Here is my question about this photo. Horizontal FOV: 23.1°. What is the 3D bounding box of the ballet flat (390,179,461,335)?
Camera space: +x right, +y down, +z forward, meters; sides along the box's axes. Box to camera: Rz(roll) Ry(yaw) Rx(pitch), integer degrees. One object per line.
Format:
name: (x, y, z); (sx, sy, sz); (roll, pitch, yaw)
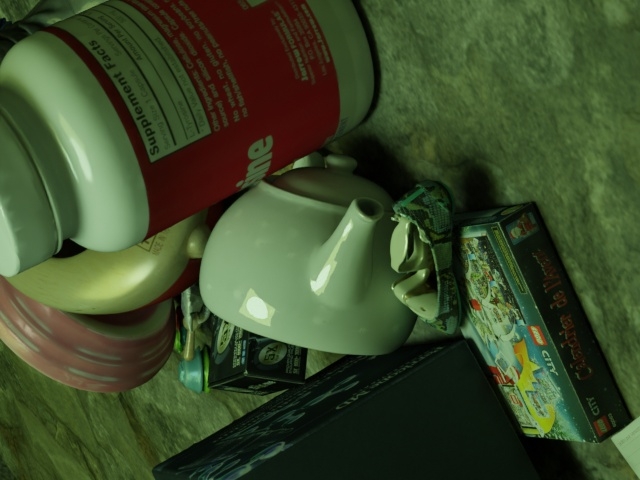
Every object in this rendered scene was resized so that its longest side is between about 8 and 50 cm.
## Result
ballet flat: (0.096, 0.025, 1.517); (0.070, 0.070, 0.188); (36, 145, 43)

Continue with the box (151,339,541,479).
box: (0.019, 0.273, 1.708); (0.212, 0.293, 0.395); (62, 162, -3)

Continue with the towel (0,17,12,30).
towel: (-0.473, -0.120, 2.193); (0.040, 0.243, 0.336); (16, 143, 7)

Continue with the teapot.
teapot: (0.000, 0.000, 1.640); (0.256, 0.252, 0.187); (18, 99, 31)

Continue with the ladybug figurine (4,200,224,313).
ladybug figurine: (-0.276, -0.045, 2.055); (0.449, 0.305, 0.162); (26, 178, 43)

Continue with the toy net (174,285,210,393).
toy net: (-0.184, 0.124, 2.307); (0.232, 0.045, 0.122); (101, 163, -51)

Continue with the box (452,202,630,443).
box: (0.194, 0.082, 1.519); (0.159, 0.044, 0.233); (-7, 110, 64)

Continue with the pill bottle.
pill bottle: (-0.168, -0.130, 1.551); (0.229, 0.407, 0.229); (44, 151, 33)

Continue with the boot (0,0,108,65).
boot: (-0.322, -0.255, 1.938); (0.118, 0.222, 0.338); (65, 155, -7)

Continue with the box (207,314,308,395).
box: (-0.071, 0.088, 1.891); (0.147, 0.077, 0.180); (155, 123, -66)

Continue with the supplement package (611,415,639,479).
supplement package: (0.361, 0.167, 1.162); (0.203, 0.149, 0.194); (55, 155, 15)

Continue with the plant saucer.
plant saucer: (-0.338, 0.061, 2.250); (0.084, 0.332, 0.332); (-45, 73, 33)
